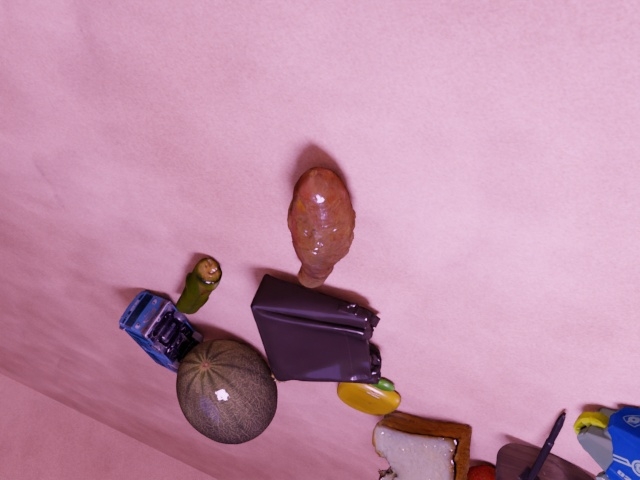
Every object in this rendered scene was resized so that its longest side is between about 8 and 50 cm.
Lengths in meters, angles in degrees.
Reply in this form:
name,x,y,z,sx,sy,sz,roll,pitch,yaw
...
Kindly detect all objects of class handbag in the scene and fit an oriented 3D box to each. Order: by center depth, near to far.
name,x,y,z,sx,sy,sz,roll,pitch,yaw
handbag,0.000,0.195,1.708,0.257,0.113,0.285,9,141,17

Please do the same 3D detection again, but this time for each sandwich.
name,x,y,z,sx,sy,sz,roll,pitch,yaw
sandwich,0.240,0.558,2.001,0.249,0.095,0.273,5,106,34

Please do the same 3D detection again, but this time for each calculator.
name,x,y,z,sx,sy,sz,roll,pitch,yaw
calculator,0.113,0.367,1.989,0.146,0.032,0.235,26,154,-1

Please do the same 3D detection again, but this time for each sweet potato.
name,x,y,z,sx,sy,sz,roll,pitch,yaw
sweet potato,0.000,0.000,1.389,0.109,0.109,0.385,20,152,10

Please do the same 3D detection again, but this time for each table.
name,x,y,z,sx,sy,sz,roll,pitch,yaw
table,0.534,0.529,1.691,0.317,0.317,0.249,26,139,-1

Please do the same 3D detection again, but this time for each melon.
name,x,y,z,sx,sy,sz,roll,pitch,yaw
melon,-0.230,0.370,2.055,0.237,0.237,0.301,10,149,27

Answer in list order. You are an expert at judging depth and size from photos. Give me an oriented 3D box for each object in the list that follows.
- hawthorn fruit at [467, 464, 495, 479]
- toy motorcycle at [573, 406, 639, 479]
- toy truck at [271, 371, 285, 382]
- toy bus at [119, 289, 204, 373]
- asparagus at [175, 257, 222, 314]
name,x,y,z,sx,sy,sz,roll,pitch,yaw
hawthorn fruit,0.411,0.649,2.083,0.173,0.179,0.173,-4,166,-1
toy motorcycle,0.628,0.412,1.521,0.326,0.191,0.200,41,144,9
toy truck,-0.087,0.295,1.997,0.052,0.063,0.123,24,152,5
toy bus,-0.392,0.229,2.069,0.133,0.116,0.234,21,155,30
asparagus,-0.269,0.109,1.834,0.067,0.060,0.277,19,154,-9
